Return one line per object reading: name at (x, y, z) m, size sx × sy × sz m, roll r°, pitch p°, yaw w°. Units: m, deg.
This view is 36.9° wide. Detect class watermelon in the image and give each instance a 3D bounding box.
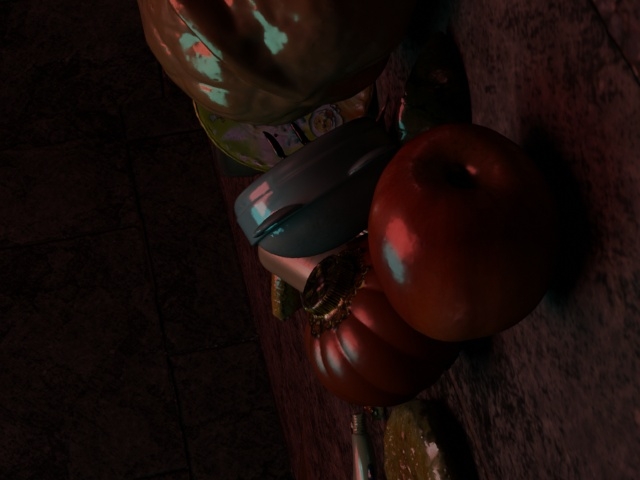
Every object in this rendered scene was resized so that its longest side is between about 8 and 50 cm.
watermelon at (0.136, -0.127, 1.056) m, size 0.092 × 0.075 × 0.181 m, roll -49°, pitch -29°, yaw -42°

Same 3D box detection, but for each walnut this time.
walnut at (-0.057, -0.322, 1.097) m, size 0.381 × 0.381 × 0.381 m, roll 169°, pitch 90°, yaw -80°

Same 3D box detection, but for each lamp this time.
lamp at (-0.004, -0.066, 1.170) m, size 0.147 × 0.209 × 0.284 m, roll 60°, pitch 178°, yaw -18°
lamp at (0.077, 0.090, 1.139) m, size 0.223 × 0.197 × 0.223 m, roll -48°, pitch 25°, yaw 31°

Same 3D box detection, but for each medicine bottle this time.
medicine bottle at (0.033, 0.045, 1.354) m, size 0.252 × 0.114 × 0.114 m, roll 31°, pitch 140°, yaw 33°

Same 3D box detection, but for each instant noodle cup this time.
instant noodle cup at (-0.061, -0.233, 1.440) m, size 0.200 × 0.264 × 0.264 m, roll -122°, pitch 23°, yaw -82°

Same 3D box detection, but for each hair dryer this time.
hair dryer at (0.110, 0.468, 1.579) m, size 0.296 × 0.119 × 0.298 m, roll 21°, pitch 110°, yaw 62°

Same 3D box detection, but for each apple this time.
apple at (0.130, 0.000, 0.862) m, size 0.199 × 0.199 × 0.199 m, roll 169°, pitch 90°, yaw -80°

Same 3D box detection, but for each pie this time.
pie at (0.156, 0.349, 1.341) m, size 0.277 × 0.079 × 0.276 m, roll 173°, pitch 90°, yaw -75°

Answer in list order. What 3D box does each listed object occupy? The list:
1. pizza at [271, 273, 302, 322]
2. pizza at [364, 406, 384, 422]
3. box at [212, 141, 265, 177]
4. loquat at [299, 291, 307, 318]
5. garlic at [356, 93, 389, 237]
pizza at (0.000, 0.000, 1.593) m, size 0.058 × 0.197 × 0.292 m, roll 24°, pitch 93°, yaw 34°
pizza at (0.069, 0.226, 1.700) m, size 0.201 × 0.053 × 0.193 m, roll 101°, pitch 156°, yaw -63°
box at (-0.090, -0.202, 1.708) m, size 0.148 × 0.210 × 0.129 m, roll 91°, pitch 172°, yaw -48°
loquat at (0.037, 0.072, 1.495) m, size 0.152 × 0.152 × 0.195 m, roll 177°, pitch 91°, yaw -79°
garlic at (0.079, -0.087, 1.308) m, size 0.128 × 0.091 × 0.198 m, roll 166°, pitch 100°, yaw -64°
